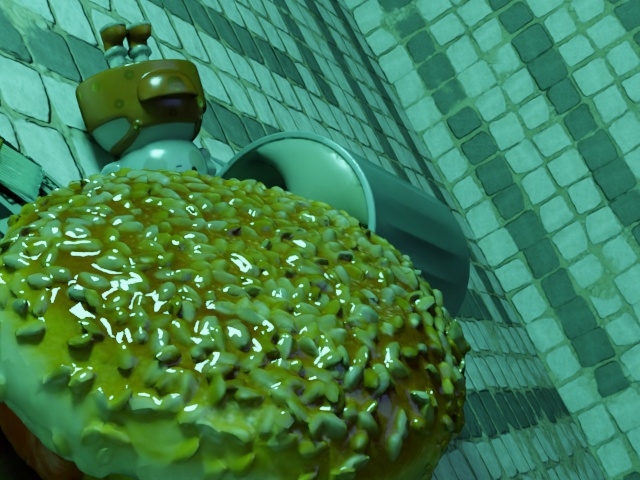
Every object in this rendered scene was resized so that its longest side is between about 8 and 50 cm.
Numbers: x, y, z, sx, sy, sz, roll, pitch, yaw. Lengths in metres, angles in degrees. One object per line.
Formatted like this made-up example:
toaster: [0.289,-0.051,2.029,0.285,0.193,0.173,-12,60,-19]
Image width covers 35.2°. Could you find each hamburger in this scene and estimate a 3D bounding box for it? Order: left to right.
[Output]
hamburger: [-0.073,0.102,0.673,0.330,0.250,0.330,12,32,-7]

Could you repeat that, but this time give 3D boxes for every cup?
cup: [0.000,0.000,1.276,0.323,0.236,0.327,33,6,29]

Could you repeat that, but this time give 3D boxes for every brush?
brush: [-0.317,-0.103,0.808,0.218,0.010,0.082,35,14,-21]

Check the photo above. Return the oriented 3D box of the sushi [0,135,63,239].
sushi: [-0.300,-0.046,0.807,0.192,0.050,0.215,40,12,-4]

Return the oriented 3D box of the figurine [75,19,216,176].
figurine: [-0.187,-0.105,1.104,0.143,0.143,0.271,-36,122,-72]
